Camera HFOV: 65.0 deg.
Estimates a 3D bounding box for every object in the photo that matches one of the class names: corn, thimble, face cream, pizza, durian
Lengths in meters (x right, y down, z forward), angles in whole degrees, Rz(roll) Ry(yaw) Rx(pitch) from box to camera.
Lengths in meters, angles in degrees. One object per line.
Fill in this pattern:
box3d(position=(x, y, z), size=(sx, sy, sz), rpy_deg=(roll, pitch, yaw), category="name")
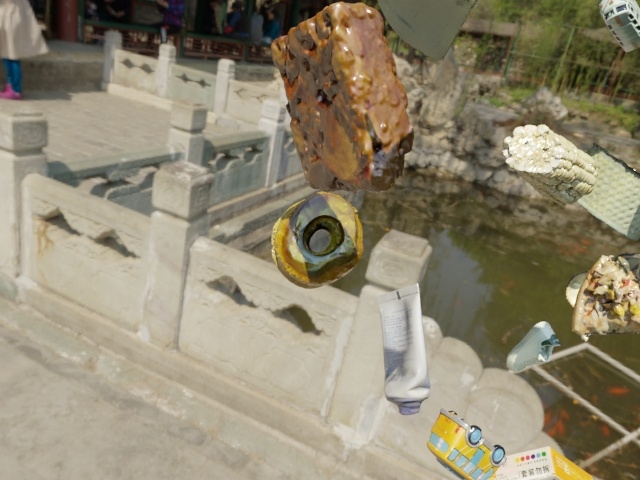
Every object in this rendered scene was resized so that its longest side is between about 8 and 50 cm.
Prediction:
box3d(position=(0.333, -0.107, 0.712), size=(0.087, 0.087, 0.210), rpy_deg=(29, 11, 37), category="corn")
box3d(position=(0.818, -0.137, 1.392), size=(0.270, 0.150, 0.271), rpy_deg=(27, 26, -14), category="thimble")
box3d(position=(0.279, 0.377, 1.725), size=(0.137, 0.421, 0.234), rpy_deg=(5, -19, -28), category="face cream")
box3d(position=(0.577, 0.128, 0.967), size=(0.052, 0.185, 0.195), rpy_deg=(12, 8, -24), category="pizza")
box3d(position=(0.780, 0.150, 1.524), size=(0.052, 0.131, 0.066), rpy_deg=(11, 5, -10), category="durian")

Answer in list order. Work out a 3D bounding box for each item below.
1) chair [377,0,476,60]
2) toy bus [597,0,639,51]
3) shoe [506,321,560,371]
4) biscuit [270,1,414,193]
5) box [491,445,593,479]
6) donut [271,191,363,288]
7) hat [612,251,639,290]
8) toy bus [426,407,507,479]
box3d(position=(0.208, -0.420, 0.685), size=(0.160, 0.186, 0.319), rpy_deg=(42, -9, 4), category="chair")
box3d(position=(0.855, -0.614, 1.410), size=(0.193, 0.089, 0.087), rpy_deg=(23, -28, -37), category="toy bus")
box3d(position=(0.795, 0.427, 1.881), size=(0.094, 0.265, 0.110), rpy_deg=(-1, 38, -23), category="shoe")
box3d(position=(0.050, -0.314, 1.161), size=(0.166, 0.396, 0.342), rpy_deg=(-22, 17, -27), category="biscuit")
box3d(position=(0.655, 0.717, 1.489), size=(0.273, 0.220, 0.091), rpy_deg=(35, 39, -26), category="box")
box3d(position=(0.000, 0.000, 1.690), size=(0.329, 0.331, 0.160), rpy_deg=(6, -10, -14), category="donut")
box3d(position=(0.917, 0.127, 1.351), size=(0.231, 0.275, 0.161), rpy_deg=(27, 58, -6), category="hat")
box3d(position=(0.386, 0.562, 1.348), size=(0.209, 0.136, 0.126), rpy_deg=(41, -11, -20), category="toy bus")
